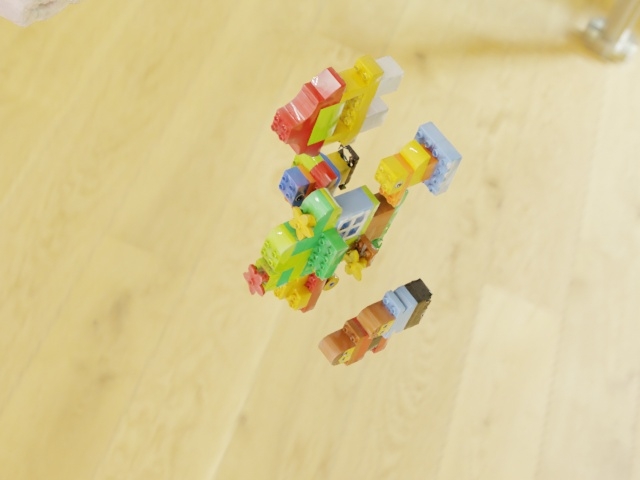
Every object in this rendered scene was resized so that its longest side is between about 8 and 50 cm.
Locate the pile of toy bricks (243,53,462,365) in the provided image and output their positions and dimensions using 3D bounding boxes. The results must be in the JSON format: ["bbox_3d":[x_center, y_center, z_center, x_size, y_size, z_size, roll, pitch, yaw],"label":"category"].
[{"bbox_3d":[0.000,0.000,1.001,0.105,0.212,0.118,-22,61,-32],"label":"pile of toy bricks"}]

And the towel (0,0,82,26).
[{"bbox_3d":[-0.236,-0.277,1.129,0.317,0.053,0.332,30,32,10],"label":"towel"}]
